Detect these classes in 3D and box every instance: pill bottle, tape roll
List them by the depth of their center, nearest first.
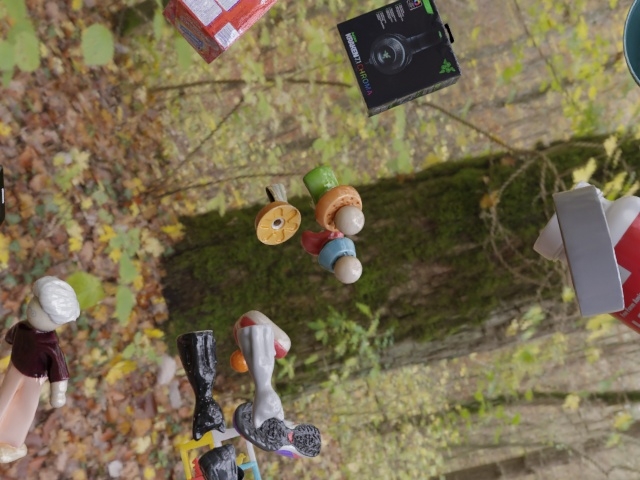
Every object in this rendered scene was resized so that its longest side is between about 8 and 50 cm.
[{"bbox_3d":[0.456,0.019,1.266,0.219,0.072,0.219,-12,90,-73],"label":"tape roll"},{"bbox_3d":[0.646,0.059,1.469,0.407,0.229,0.229,35,15,18],"label":"pill bottle"}]

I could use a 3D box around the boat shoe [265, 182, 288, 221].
[{"bbox_3d":[-0.093,-0.068,1.653,0.050,0.045,0.135,105,-26,-53],"label":"boat shoe"}]

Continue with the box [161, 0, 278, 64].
[{"bbox_3d":[-0.148,-0.460,1.347,0.128,0.257,0.122,46,-16,-17],"label":"box"}]

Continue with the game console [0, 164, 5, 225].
[{"bbox_3d":[-0.595,-0.062,1.274,0.107,0.071,0.122,-91,-167,-54],"label":"game console"}]

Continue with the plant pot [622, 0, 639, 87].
[{"bbox_3d":[0.758,-0.398,1.502,0.196,0.293,0.293,-8,78,-74],"label":"plant pot"}]

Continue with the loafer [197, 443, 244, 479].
[{"bbox_3d":[-0.185,0.486,1.476,0.076,0.078,0.223,40,-32,39],"label":"loafer"}]

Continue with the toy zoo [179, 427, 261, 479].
[{"bbox_3d":[-0.261,0.624,1.979,0.030,0.192,0.293,83,-9,-80],"label":"toy zoo"}]

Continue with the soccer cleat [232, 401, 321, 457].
[{"bbox_3d":[-0.127,0.478,1.827,0.318,0.116,0.109,34,49,-46],"label":"soccer cleat"}]

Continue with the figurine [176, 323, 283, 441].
[{"bbox_3d":[-0.174,0.284,1.503,0.214,0.092,0.210,-3,79,-29],"label":"figurine"}]

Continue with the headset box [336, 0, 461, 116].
[{"bbox_3d":[0.217,-0.501,1.987,0.131,0.283,0.246,-12,82,-87],"label":"headset box"}]

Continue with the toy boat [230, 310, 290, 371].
[{"bbox_3d":[-0.180,0.282,1.957,0.151,0.151,0.231,41,-15,-3],"label":"toy boat"}]

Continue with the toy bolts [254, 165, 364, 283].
[{"bbox_3d":[0.000,0.000,1.543,0.158,0.218,0.229,52,-10,41],"label":"toy bolts"}]

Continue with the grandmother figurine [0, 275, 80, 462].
[{"bbox_3d":[-0.520,0.225,1.325,0.104,0.207,0.343,-2,118,-65],"label":"grandmother figurine"}]
